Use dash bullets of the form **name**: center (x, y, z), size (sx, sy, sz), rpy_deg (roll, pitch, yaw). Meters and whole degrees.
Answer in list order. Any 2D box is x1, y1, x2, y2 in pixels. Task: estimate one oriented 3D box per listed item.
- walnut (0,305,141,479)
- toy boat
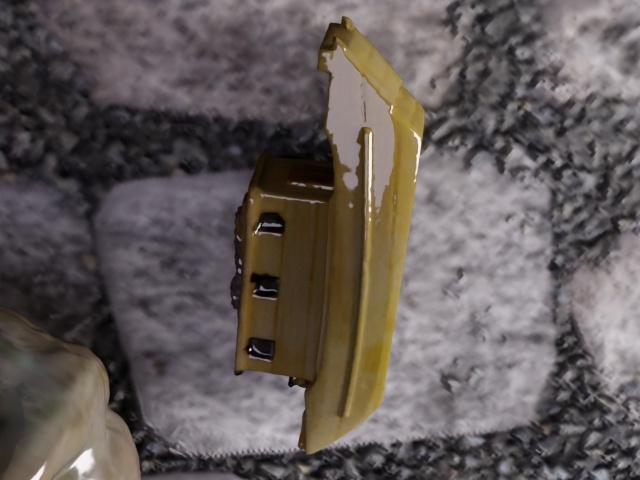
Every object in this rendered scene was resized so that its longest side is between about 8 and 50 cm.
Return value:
- **walnut**: center (-0.183, 0.126, 0.680), size (0.224, 0.224, 0.224), rpy_deg (0, 117, 0)
- **toy boat**: center (0.000, 0.000, 0.707), size (0.077, 0.057, 0.200), rpy_deg (9, 117, 3)
